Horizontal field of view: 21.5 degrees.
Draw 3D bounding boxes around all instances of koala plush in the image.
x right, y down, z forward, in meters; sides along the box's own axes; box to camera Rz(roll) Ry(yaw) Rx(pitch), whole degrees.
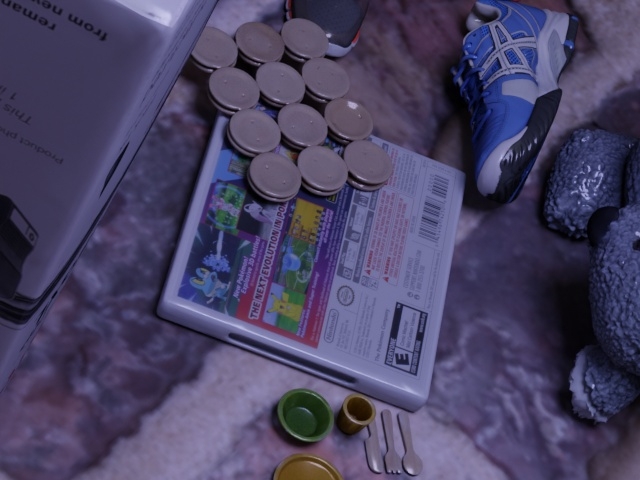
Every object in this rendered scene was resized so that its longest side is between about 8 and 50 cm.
[{"bbox_3d":[0.251,0.014,1.132,0.203,0.196,0.221,41,45,-6],"label":"koala plush"}]

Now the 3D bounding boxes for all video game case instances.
[{"bbox_3d":[0.000,0.000,1.130,0.183,0.023,0.201,21,51,-9],"label":"video game case"}]

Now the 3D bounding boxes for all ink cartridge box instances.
[{"bbox_3d":[-0.157,-0.112,0.896,0.166,0.395,0.285,29,49,-6],"label":"ink cartridge box"}]

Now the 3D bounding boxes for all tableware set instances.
[{"bbox_3d":[0.023,0.159,1.022,0.104,0.024,0.154,6,54,-20],"label":"tableware set"}]

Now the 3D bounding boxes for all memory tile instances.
[{"bbox_3d":[-0.021,-0.091,1.161,0.113,0.012,0.148,-11,61,-30],"label":"memory tile"}]

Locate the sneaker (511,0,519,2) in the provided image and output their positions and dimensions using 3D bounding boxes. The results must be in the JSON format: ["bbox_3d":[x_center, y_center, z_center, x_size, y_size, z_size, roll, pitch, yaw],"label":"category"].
[{"bbox_3d":[0.186,-0.277,1.357,0.094,0.081,0.208,41,84,-6],"label":"sneaker"}]

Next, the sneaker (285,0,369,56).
[{"bbox_3d":[0.018,-0.205,1.259,0.061,0.065,0.158,23,50,-8],"label":"sneaker"}]

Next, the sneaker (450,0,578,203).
[{"bbox_3d":[0.132,-0.104,1.239,0.081,0.080,0.211,21,40,-1],"label":"sneaker"}]
